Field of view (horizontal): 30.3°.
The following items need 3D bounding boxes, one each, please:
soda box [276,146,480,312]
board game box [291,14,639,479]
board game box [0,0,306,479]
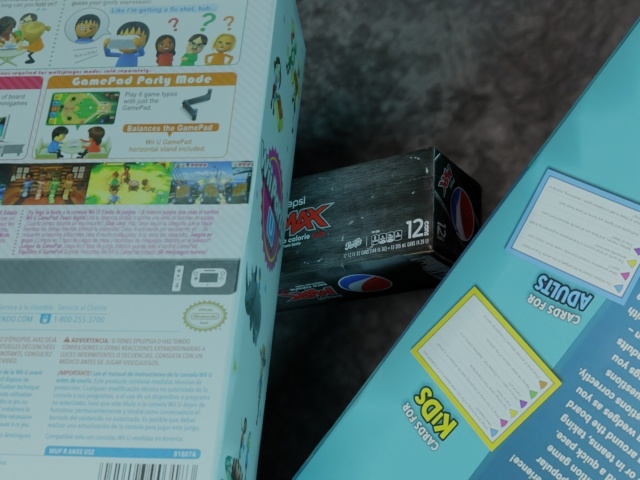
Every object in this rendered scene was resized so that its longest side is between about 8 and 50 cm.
[{"bbox_3d":[0.000,0.000,0.637,0.169,0.053,0.060,-10,65,31],"label":"soda box"},{"bbox_3d":[0.152,0.084,0.476,0.336,0.079,0.254,-54,51,5],"label":"board game box"},{"bbox_3d":[-0.132,0.002,0.575,0.224,0.097,0.303,1,63,10],"label":"board game box"}]
